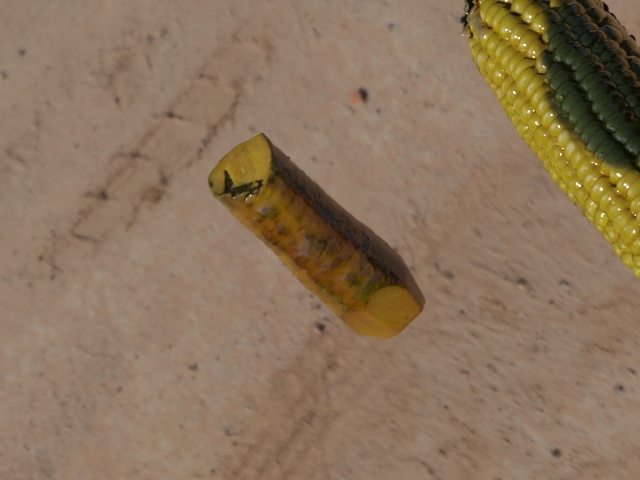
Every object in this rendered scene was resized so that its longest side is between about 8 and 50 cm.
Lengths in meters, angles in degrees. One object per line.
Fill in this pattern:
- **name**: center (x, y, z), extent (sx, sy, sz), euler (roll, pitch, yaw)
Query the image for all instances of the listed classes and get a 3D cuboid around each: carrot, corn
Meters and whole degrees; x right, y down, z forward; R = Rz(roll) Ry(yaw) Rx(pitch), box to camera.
- **carrot**: center (0.000, 0.000, 1.569), extent (0.114, 0.302, 0.114), euler (-42, 17, 16)
- **corn**: center (0.193, -0.085, 0.887), extent (0.115, 0.115, 0.318), euler (-36, 52, 11)
